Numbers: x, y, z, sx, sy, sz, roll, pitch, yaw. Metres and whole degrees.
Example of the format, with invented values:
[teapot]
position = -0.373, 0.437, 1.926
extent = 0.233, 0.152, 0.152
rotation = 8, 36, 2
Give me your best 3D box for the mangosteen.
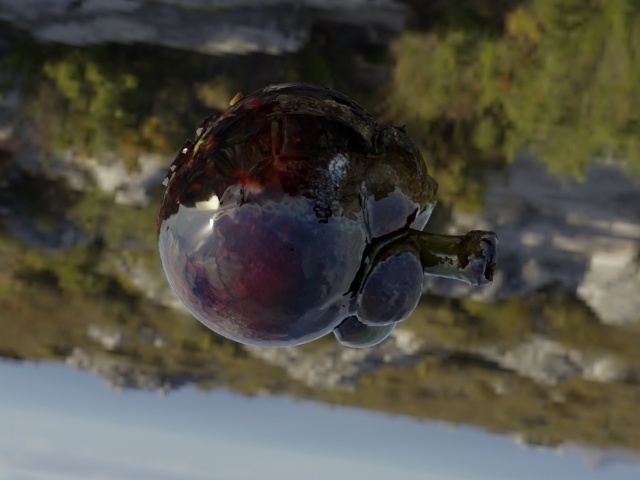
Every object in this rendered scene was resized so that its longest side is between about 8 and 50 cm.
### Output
[mangosteen]
position = -0.010, -0.004, 1.024
extent = 0.184, 0.172, 0.172
rotation = 46, 158, -17
